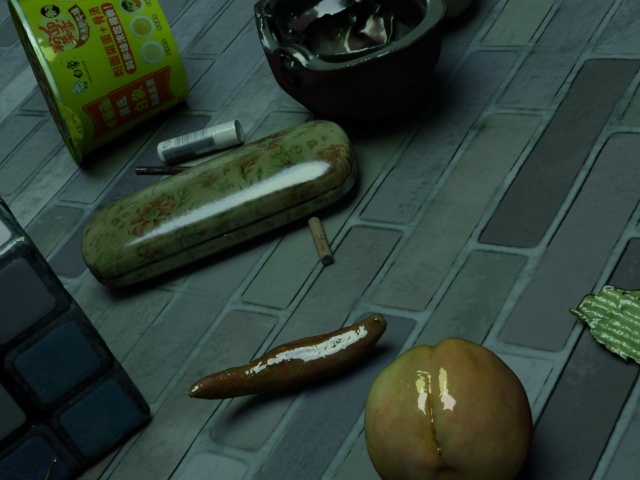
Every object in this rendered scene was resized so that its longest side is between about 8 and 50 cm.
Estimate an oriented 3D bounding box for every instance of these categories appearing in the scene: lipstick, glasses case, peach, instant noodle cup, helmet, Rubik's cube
[{"bbox_3d":[0.000,0.000,1.747,0.019,0.019,0.094,-24,37,3],"label":"lipstick"},{"bbox_3d":[-0.149,-0.055,1.835,0.425,0.098,0.156,-22,40,6],"label":"glasses case"},{"bbox_3d":[0.133,0.194,1.314,0.184,0.184,0.184,-16,38,13],"label":"peach"},{"bbox_3d":[-0.367,-0.304,2.129,0.221,0.311,0.311,-24,36,-11],"label":"instant noodle cup"},{"bbox_3d":[0.056,-0.281,1.903,0.271,0.197,0.338,-31,43,-18],"label":"helmet"},{"bbox_3d":[-0.195,-0.158,2.034,0.141,0.040,0.040,-15,38,14],"label":"lipstick"},{"bbox_3d":[-0.481,0.137,1.592,0.362,0.363,0.359,-32,41,-14],"label":"Rubik's cube"}]

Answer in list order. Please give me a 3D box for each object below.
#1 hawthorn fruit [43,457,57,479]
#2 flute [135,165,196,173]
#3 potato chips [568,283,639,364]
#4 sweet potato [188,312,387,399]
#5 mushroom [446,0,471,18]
[{"bbox_3d":[-0.285,0.337,1.362,0.163,0.203,0.162,-19,35,14],"label":"hawthorn fruit"},{"bbox_3d":[-0.191,-0.111,1.999,0.269,0.014,0.014,3,46,33],"label":"flute"},{"bbox_3d":[0.367,0.103,1.397,0.092,0.028,0.207,-38,36,-12],"label":"potato chips"},{"bbox_3d":[-0.036,0.153,1.547,0.255,0.078,0.058,-18,78,-2],"label":"sweet potato"},{"bbox_3d":[0.149,-0.424,2.053,0.204,0.204,0.204,-16,38,13],"label":"mushroom"}]
